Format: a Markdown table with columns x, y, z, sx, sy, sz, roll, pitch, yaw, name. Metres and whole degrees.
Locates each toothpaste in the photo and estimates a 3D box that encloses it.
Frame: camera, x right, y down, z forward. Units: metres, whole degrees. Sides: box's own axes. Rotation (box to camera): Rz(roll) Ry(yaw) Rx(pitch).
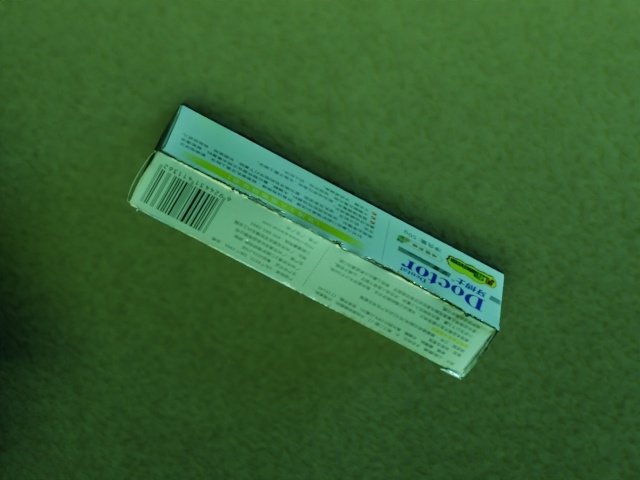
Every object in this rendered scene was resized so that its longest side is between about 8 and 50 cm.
| x | y | z | sx | sy | sz | roll | pitch | yaw | name |
| --- | --- | --- | --- | --- | --- | --- | --- | --- | --- |
| 0.000 | 0.000 | 0.735 | 0.164 | 0.046 | 0.034 | 27 | 124 | -9 | toothpaste |
